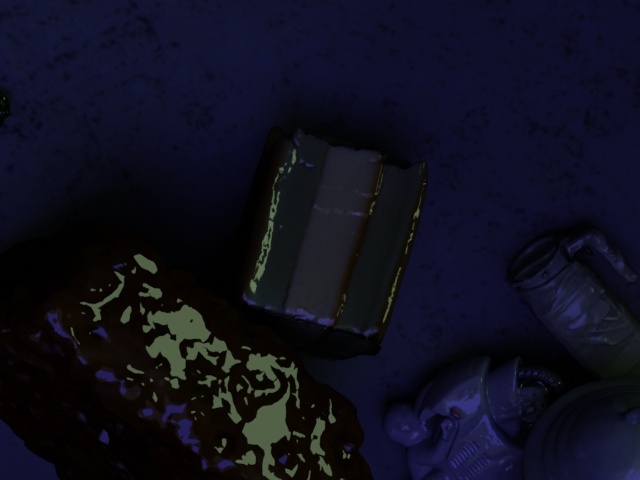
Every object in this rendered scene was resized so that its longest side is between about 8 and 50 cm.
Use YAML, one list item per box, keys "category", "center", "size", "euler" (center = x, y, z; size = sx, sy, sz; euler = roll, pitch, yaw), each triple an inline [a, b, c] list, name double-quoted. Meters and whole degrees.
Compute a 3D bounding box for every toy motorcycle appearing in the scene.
- category: "toy motorcycle"
  center: [0.142, 0.212, 1.863]
  size: [0.171, 0.110, 0.260]
  euler: [25, 121, 5]

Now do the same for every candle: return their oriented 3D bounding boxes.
- category: "candle"
  center: [0.301, 0.263, 1.755]
  size: [0.221, 0.221, 0.342]
  euler: [-9, 132, 3]

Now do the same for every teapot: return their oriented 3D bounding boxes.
- category: "teapot"
  center: [0.282, 0.074, 1.804]
  size: [0.107, 0.077, 0.200]
  euler: [-40, 111, 13]

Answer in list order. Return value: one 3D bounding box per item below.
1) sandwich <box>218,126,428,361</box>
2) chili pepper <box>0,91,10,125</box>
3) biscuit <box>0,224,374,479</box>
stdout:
- category: "sandwich"
  center: [0.000, 0.000, 1.750]
  size: [0.155, 0.227, 0.198]
  euler: [16, 79, -7]
- category: "chili pepper"
  center: [-0.347, -0.111, 1.727]
  size: [0.118, 0.035, 0.055]
  euler: [-2, 104, 11]
- category: "biscuit"
  center: [-0.153, 0.152, 1.701]
  size: [0.395, 0.166, 0.342]
  euler: [44, 151, -20]
